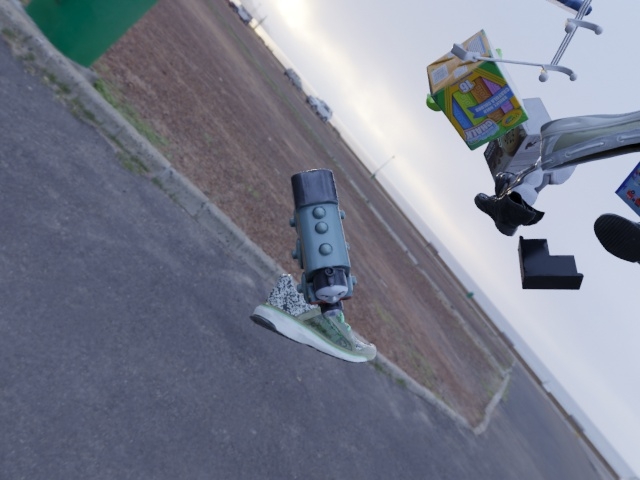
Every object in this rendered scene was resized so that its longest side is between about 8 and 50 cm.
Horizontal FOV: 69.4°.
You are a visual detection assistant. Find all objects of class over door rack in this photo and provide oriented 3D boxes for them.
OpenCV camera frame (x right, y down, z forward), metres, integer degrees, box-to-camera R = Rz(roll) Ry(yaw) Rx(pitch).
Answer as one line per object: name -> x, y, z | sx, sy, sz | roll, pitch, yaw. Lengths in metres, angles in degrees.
over door rack -> 0.484, -0.484, 1.009 | 0.324, 0.239, 0.108 | 4, 39, -15

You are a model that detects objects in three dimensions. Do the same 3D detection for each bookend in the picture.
bookend -> 0.684, 0.064, 1.388 | 0.072, 0.156, 0.157 | 70, 24, -48

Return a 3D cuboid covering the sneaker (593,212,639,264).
sneaker -> 1.039, 0.002, 1.509 | 0.330, 0.122, 0.146 | 33, 39, 2

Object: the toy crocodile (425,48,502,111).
toy crocodile -> 0.494, -0.548, 1.601 | 0.105, 0.115, 0.340 | 23, -15, -16

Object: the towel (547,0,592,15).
towel -> 0.595, -0.581, 1.120 | 0.119, 0.029, 0.067 | 17, 26, -15

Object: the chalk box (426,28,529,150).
chalk box -> 0.453, -0.392, 1.293 | 0.289, 0.179, 0.180 | 40, 37, -31

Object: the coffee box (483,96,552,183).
coffee box -> 0.734, -0.362, 1.728 | 0.297, 0.119, 0.168 | 94, -12, -61

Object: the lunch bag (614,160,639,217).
lunch bag -> 1.071, -0.185, 1.383 | 0.293, 0.138, 0.221 | 85, -15, -52

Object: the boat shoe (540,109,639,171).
boat shoe -> 0.601, -0.191, 0.896 | 0.118, 0.320, 0.103 | 8, 85, -63

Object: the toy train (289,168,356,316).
toy train -> 0.000, 0.000, 1.056 | 0.190, 0.142, 0.334 | 87, -5, -65

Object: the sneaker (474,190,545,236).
sneaker -> 0.401, -0.075, 0.996 | 0.051, 0.089, 0.170 | 1, 40, -21

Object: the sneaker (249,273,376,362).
sneaker -> 0.016, 0.216, 1.285 | 0.410, 0.182, 0.158 | 29, -12, -29

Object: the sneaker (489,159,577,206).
sneaker -> 0.627, -0.195, 1.387 | 0.101, 0.268, 0.153 | 50, -1, -21
